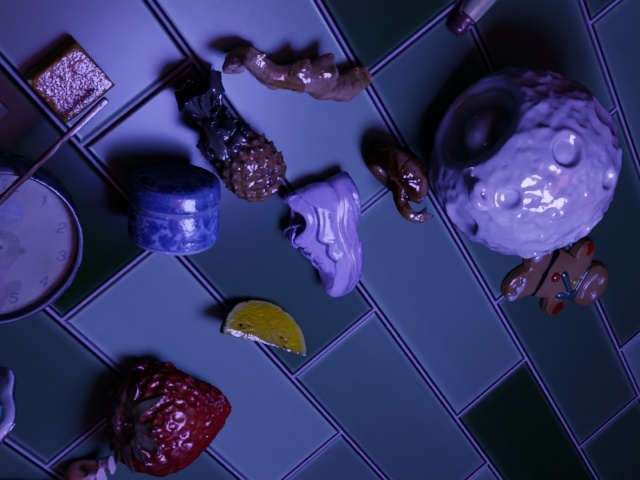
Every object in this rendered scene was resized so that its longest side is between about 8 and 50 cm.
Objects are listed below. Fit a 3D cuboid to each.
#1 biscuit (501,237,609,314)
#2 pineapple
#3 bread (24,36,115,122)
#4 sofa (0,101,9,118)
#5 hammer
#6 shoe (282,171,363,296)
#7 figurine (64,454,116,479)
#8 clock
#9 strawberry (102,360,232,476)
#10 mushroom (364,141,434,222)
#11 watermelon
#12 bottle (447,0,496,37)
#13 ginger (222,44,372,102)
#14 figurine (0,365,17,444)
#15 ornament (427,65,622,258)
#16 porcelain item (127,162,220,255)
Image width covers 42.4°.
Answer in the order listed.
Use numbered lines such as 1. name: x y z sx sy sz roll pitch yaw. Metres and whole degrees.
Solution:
1. biscuit: 0.555 0.082 1.875 0.301 0.049 0.197 17 109 -35
2. pineapple: -0.148 -0.169 1.317 0.111 0.119 0.237 -39 132 -4
3. bread: -0.367 -0.234 1.210 0.094 0.035 0.090 -40 128 -4
4. sofa: -0.558 -0.198 1.036 0.200 0.182 0.258 -41 128 -1
5. hammer: -0.416 -0.107 1.194 0.292 0.029 0.058 -45 130 -2
6. shoe: 0.000 0.000 1.507 0.138 0.095 0.245 -10 117 -19
7. figurine: -0.424 0.494 1.542 0.102 0.111 0.195 -2 106 17
8. clock: -0.502 0.003 1.258 0.281 0.055 0.280 -13 122 -22
9. strawberry: -0.266 0.322 1.506 0.244 0.205 0.205 3 117 -54
10. mushroom: 0.151 -0.109 1.485 0.080 0.135 0.170 -33 100 -4
11. watermelon: -0.105 0.152 1.535 0.181 0.092 0.075 21 91 -27
12. bottle: 0.264 -0.406 1.450 0.063 0.047 0.101 36 101 -23
13. ginger: -0.033 -0.275 1.345 0.288 0.075 0.089 6 136 -35
14. figurine: -0.617 0.192 1.173 0.340 0.324 0.231 51 57 -47
15. ornament: 0.368 -0.132 1.472 0.337 0.337 0.337 -13 121 -22
16. porcelain item: -0.232 -0.056 1.312 0.147 0.147 0.114 -6 117 -26
